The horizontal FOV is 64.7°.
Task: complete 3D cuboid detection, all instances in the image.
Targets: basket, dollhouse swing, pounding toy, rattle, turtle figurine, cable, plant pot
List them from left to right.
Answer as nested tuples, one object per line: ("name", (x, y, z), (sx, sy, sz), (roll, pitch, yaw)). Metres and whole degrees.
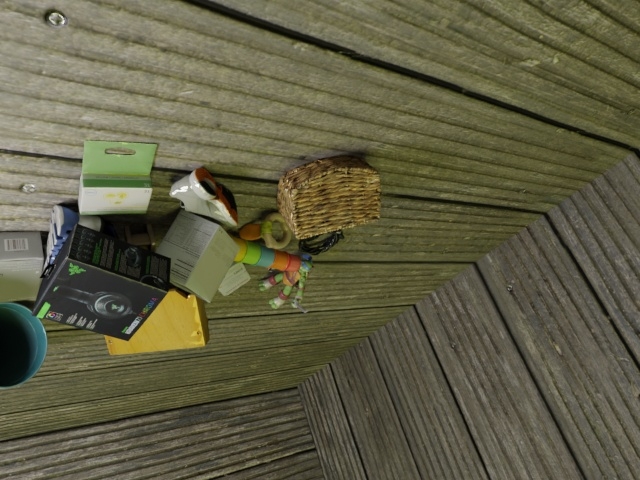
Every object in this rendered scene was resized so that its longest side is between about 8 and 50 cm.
("plant pot", (-1.095, 0.355, 1.644), (0.255, 0.272, 0.271), (-14, 158, 25))
("pounding toy", (-0.585, 0.069, 1.546), (0.154, 0.154, 0.269), (-8, 151, -24))
("dollhouse swing", (-0.613, 0.270, 1.953), (0.346, 0.305, 0.315), (-5, 114, -2))
("rattle", (-0.154, -0.035, 1.752), (0.142, 0.130, 0.199), (-28, -178, 40))
("turtle figurine", (-0.160, 0.178, 2.021), (0.197, 0.275, 0.266), (32, 136, -16))
("cable", (0.000, 0.000, 1.949), (0.184, 0.047, 0.150), (-22, 154, 6))
("basket", (0.016, -0.165, 1.592), (0.299, 0.223, 0.214), (-13, 120, -13))

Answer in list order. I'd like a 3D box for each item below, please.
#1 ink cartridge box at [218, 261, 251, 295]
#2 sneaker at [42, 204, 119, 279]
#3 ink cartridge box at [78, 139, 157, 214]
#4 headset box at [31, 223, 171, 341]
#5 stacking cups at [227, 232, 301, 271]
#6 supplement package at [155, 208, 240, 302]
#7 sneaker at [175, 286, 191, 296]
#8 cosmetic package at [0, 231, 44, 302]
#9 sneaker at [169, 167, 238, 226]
("ink cartridge box", (-0.344, 0.119, 1.872), (0.127, 0.072, 0.175), (-34, 156, -11))
("sneaker", (-0.677, 0.028, 1.432), (0.182, 0.127, 0.315), (4, 143, -37))
("ink cartridge box", (-0.516, -0.152, 1.285), (0.171, 0.056, 0.235), (-3, 151, -30))
("headset box", (-0.587, 0.117, 1.345), (0.283, 0.131, 0.246), (26, 122, -32))
("stacking cups", (-0.210, 0.050, 1.810), (0.316, 0.096, 0.096), (14, 138, -42))
("supplement package", (-0.381, 0.050, 1.545), (0.203, 0.149, 0.194), (-63, 161, -15))
("sneaker", (-0.511, 0.170, 1.893), (0.071, 0.066, 0.188), (-14, 153, -10))
("cosmetic package", (-0.863, 0.077, 1.426), (0.127, 0.107, 0.238), (-5, 147, -34))
("sneaker", (-0.334, -0.112, 1.464), (0.121, 0.099, 0.262), (-18, 147, 13))
